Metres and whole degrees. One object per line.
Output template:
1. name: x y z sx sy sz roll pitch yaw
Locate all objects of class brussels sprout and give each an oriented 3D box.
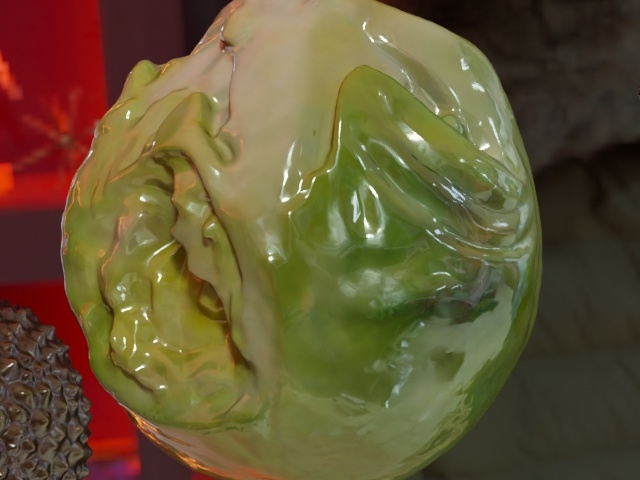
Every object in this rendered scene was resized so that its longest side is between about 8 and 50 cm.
1. brussels sprout: 0.000 0.000 1.236 0.344 0.344 0.268 -8 8 -24

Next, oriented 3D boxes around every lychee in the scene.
1. lychee: -0.332 0.156 1.646 0.268 0.267 0.267 -4 7 1

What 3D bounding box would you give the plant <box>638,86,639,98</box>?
1. plant: 0.318 -0.098 1.691 0.087 0.174 0.085 -1 5 32
